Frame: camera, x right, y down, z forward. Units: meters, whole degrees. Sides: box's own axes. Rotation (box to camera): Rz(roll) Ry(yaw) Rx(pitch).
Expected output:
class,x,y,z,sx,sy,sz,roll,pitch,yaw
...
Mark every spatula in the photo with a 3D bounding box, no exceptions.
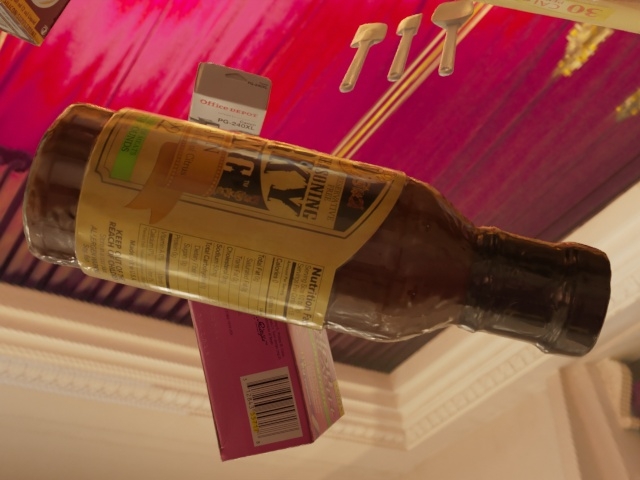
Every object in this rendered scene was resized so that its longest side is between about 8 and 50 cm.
class,x,y,z,sx,sy,sz,roll,pitch,yaw
spatula,0.111,-0.255,1.024,0.242,0.168,0.019,-71,-29,-55

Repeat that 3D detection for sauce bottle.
class,x,y,z,sx,sy,sz,roll,pitch,yaw
sauce bottle,0.000,0.000,0.497,0.344,0.111,0.111,13,-139,0

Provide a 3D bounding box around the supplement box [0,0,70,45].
class,x,y,z,sx,sy,sz,roll,pitch,yaw
supplement box,-0.319,-0.332,0.897,0.081,0.104,0.188,25,-103,15

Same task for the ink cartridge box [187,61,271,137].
class,x,y,z,sx,sy,sz,roll,pitch,yaw
ink cartridge box,-0.143,-0.185,1.199,0.109,0.150,0.063,13,-123,-9

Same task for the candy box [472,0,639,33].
class,x,y,z,sx,sy,sz,roll,pitch,yaw
candy box,0.272,-0.198,0.503,0.316,0.183,0.087,10,-99,-2

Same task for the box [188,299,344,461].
class,x,y,z,sx,sy,sz,roll,pitch,yaw
box,-0.063,0.154,1.049,0.243,0.117,0.213,27,-130,-79
